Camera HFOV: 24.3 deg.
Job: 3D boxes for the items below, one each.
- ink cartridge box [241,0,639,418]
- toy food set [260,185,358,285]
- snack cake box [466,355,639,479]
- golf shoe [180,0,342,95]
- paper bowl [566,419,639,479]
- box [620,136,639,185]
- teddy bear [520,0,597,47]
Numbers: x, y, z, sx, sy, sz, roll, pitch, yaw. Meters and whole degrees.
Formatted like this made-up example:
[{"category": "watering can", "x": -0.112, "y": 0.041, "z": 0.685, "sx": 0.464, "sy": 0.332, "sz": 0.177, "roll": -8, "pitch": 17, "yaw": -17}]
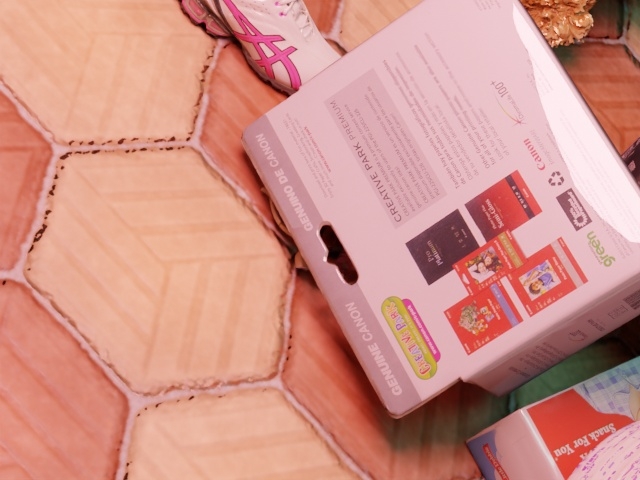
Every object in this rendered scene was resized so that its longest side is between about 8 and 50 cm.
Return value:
[{"category": "ink cartridge box", "x": 0.122, "y": -0.034, "z": 1.285, "sx": 0.309, "sy": 0.272, "sz": 0.130, "roll": 62, "pitch": 14, "yaw": 21}, {"category": "toy food set", "x": 0.000, "y": 0.000, "z": 1.316, "sx": 0.078, "sy": 0.019, "sz": 0.122, "roll": -10, "pitch": 62, "yaw": -35}, {"category": "snack cake box", "x": 0.278, "y": 0.191, "z": 1.322, "sx": 0.264, "sy": 0.089, "sz": 0.152, "roll": -17, "pitch": 74, "yaw": -37}, {"category": "golf shoe", "x": -0.041, "y": -0.199, "z": 1.366, "sx": 0.186, "sy": 0.086, "sz": 0.067, "roll": 36, "pitch": 49, "yaw": -10}, {"category": "paper bowl", "x": 0.304, "y": 0.289, "z": 1.162, "sx": 0.284, "sy": 0.148, "sz": 0.284, "roll": -6, "pitch": 100, "yaw": -40}, {"category": "box", "x": 0.397, "y": 0.043, "z": 1.416, "sx": 0.307, "sy": 0.076, "sz": 0.242, "roll": 44, "pitch": 16, "yaw": -1}, {"category": "teddy bear", "x": 0.308, "y": -0.349, "z": 1.561, "sx": 0.338, "sy": 0.113, "sz": 0.245, "roll": -22, "pitch": 77, "yaw": -10}]
